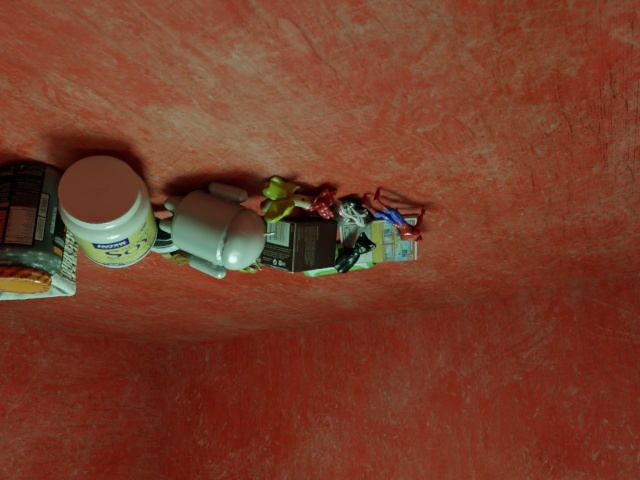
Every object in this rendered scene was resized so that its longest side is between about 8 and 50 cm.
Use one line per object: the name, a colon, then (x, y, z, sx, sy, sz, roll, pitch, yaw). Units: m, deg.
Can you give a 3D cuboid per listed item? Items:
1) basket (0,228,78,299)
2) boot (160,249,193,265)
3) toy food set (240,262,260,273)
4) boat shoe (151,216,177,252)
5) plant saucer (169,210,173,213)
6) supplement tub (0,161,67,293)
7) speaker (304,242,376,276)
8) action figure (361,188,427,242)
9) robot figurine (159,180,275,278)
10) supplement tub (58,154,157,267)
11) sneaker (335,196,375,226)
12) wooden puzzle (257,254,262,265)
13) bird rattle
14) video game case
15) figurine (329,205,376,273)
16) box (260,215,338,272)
basket: (-1.020, 0.031, 1.786, 0.331, 0.267, 0.328, -3, 160, 4)
boot: (-0.543, 0.060, 2.202, 0.197, 0.073, 0.152, 7, 160, 10)
toy food set: (-0.332, 0.115, 2.330, 0.132, 0.039, 0.192, 10, 172, -15)
boat shoe: (-0.590, -0.046, 1.806, 0.306, 0.113, 0.105, 17, 156, 20)
plant saucer: (-0.411, -0.105, 1.844, 0.192, 0.018, 0.067, -7, 159, 10)
supplement tub: (-0.831, -0.032, 1.534, 0.207, 0.338, 0.207, -2, 160, -1)
speaker: (0.074, 0.071, 2.218, 0.296, 0.131, 0.131, -10, 158, 21)
action figure: (0.268, -0.099, 1.862, 0.091, 0.139, 0.280, -18, 132, 43)
robot figurine: (-0.319, -0.033, 1.687, 0.353, 0.300, 0.200, 23, -160, 11)
supplement tub: (-0.610, -0.078, 1.573, 0.240, 0.241, 0.331, 1, 160, -10)
sneaker: (0.138, -0.100, 1.852, 0.077, 0.072, 0.178, -30, 153, 32)
wooden puzzle: (-0.251, 0.073, 2.239, 0.220, 0.044, 0.238, 10, 171, 29)
bird rattle: (-0.082, -0.126, 1.747, 0.253, 0.143, 0.207, -4, 176, -36)
video game case: (0.220, 0.000, 2.046, 0.285, 0.025, 0.204, -4, 128, 4)
figurine: (0.078, -0.008, 1.949, 0.215, 0.092, 0.209, 45, 142, -1)
box: (-0.072, 0.007, 1.837, 0.203, 0.167, 0.168, -4, -169, -45)
